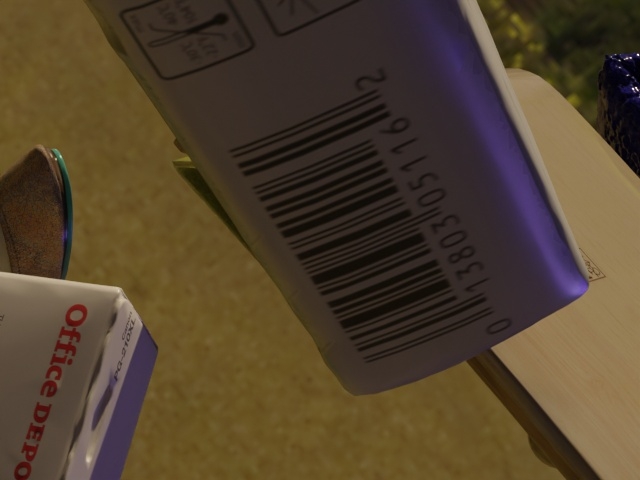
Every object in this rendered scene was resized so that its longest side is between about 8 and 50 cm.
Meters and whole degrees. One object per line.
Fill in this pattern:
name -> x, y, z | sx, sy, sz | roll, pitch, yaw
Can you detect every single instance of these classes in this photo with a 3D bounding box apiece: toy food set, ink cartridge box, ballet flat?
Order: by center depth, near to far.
ink cartridge box -> -0.049, -0.187, 0.548 | 0.308, 0.091, 0.385 | 57, 11, -47
toy food set -> 0.095, 0.042, 0.818 | 0.220, 0.092, 0.306 | -12, 57, -52
ink cartridge box -> -0.245, 0.110, 1.150 | 0.100, 0.237, 0.172 | 66, 34, -60
ballet flat -> -0.291, 0.028, 1.615 | 0.316, 0.106, 0.107 | 109, -38, -54

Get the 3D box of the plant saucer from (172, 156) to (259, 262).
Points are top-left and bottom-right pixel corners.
plant saucer -> 0.000, 0.000, 1.223 | 0.188, 0.045, 0.188 | 49, -16, -18

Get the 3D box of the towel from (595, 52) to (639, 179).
towel -> 0.231, 0.061, 1.069 | 0.227, 0.076, 0.308 | 48, -26, 42
